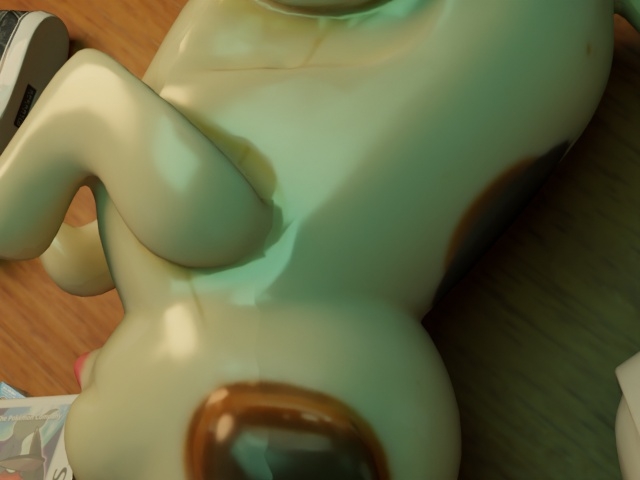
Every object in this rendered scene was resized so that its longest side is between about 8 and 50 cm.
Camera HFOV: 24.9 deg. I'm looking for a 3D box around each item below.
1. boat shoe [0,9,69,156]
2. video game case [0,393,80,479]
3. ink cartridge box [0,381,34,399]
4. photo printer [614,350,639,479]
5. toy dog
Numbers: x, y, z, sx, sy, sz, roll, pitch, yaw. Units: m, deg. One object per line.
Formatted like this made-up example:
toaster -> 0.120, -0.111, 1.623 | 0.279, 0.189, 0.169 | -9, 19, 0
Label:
boat shoe -> -0.248, -0.083, 1.031 | 0.083, 0.065, 0.183 | 11, 70, 27
video game case -> -0.225, 0.181, 0.882 | 0.201, 0.023, 0.183 | -8, 53, 34
ink cartridge box -> -0.208, 0.142, 0.951 | 0.048, 0.028, 0.083 | 28, 84, 30
photo printer -> 0.272, 0.113, 0.644 | 0.256, 0.107, 0.307 | -17, 27, 8
toy dog -> 0.000, 0.000, 0.810 | 0.395, 0.284, 0.408 | 15, 77, 0
